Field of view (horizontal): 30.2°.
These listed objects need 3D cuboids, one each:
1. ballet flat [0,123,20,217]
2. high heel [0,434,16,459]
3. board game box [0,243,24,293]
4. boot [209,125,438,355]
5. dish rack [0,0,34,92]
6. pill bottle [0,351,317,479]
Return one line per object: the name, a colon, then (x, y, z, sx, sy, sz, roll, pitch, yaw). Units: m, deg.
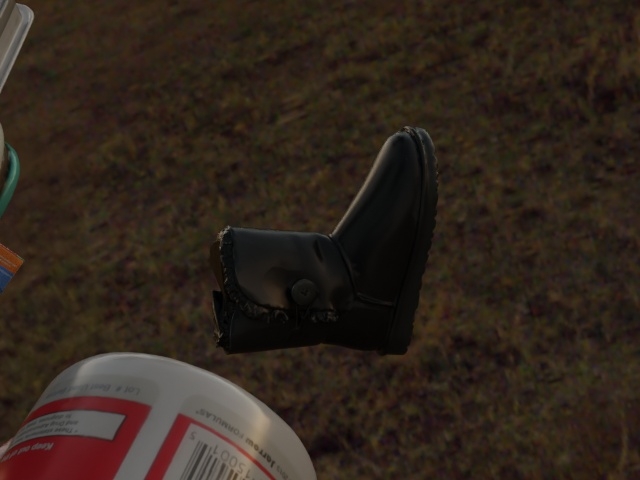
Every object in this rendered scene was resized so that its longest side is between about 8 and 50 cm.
ballet flat: (-0.309, 0.083, 0.617, 0.139, 0.139, 0.400, 26, 86, 53)
high heel: (-0.429, 0.352, 1.429, 0.377, 0.127, 0.181, -34, -2, -40)
board game box: (-0.406, -0.005, 0.982, 0.145, 0.281, 0.027, -57, 14, -13)
boot: (0.000, 0.000, 1.180, 0.207, 0.246, 0.094, 4, 13, -18)
dish rack: (-0.513, -0.208, 1.345, 0.333, 0.072, 0.285, -6, 39, 8)
pill bottle: (-0.164, 0.288, 0.766, 0.229, 0.229, 0.407, -5, 38, 27)
